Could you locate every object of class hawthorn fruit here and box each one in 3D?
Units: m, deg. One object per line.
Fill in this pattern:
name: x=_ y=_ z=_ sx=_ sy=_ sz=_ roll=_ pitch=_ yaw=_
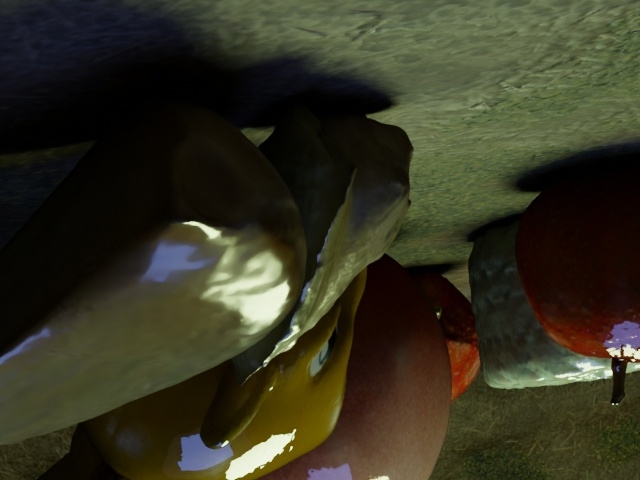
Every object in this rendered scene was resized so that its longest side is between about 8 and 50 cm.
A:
hawthorn fruit: x=0.278 y=0.043 z=1.198 sx=0.196 sy=0.226 sz=0.196 roll=0 pitch=163 yaw=0
hawthorn fruit: x=0.133 y=0.135 z=1.764 sx=0.205 sy=0.205 sz=0.253 roll=-9 pitch=164 yaw=-3

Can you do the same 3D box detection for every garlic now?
garlic: x=-0.161 y=0.036 z=0.733 sx=0.338 sy=0.151 sz=0.196 roll=-29 pitch=172 yaw=20

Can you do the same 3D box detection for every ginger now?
ginger: x=-0.003 y=0.003 z=0.826 sx=0.122 sy=0.115 sz=0.193 roll=-6 pitch=133 yaw=-43

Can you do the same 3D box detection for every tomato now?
tomato: x=0.001 y=0.167 z=1.378 sx=0.321 sy=0.322 sz=0.321 roll=-9 pitch=171 yaw=-1

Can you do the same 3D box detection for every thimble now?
thimble: x=0.321 y=0.066 z=1.493 sx=0.291 sy=0.195 sz=0.291 roll=-8 pitch=172 yaw=-1

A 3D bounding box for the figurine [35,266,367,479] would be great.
figurine: x=-0.128 y=0.161 z=1.027 sx=0.268 sy=0.401 sz=0.387 roll=18 pitch=134 yaw=-15
